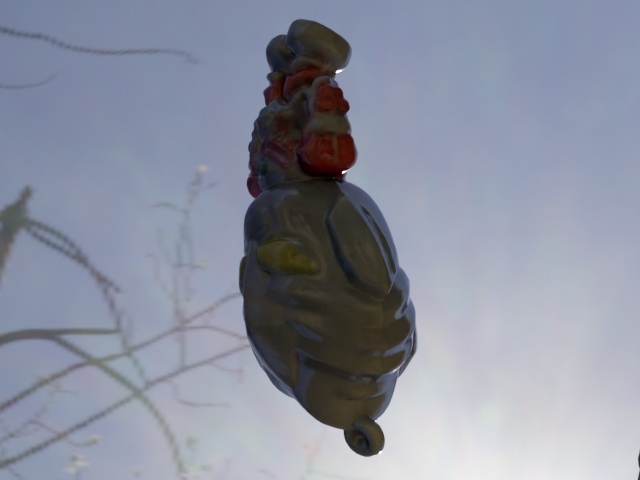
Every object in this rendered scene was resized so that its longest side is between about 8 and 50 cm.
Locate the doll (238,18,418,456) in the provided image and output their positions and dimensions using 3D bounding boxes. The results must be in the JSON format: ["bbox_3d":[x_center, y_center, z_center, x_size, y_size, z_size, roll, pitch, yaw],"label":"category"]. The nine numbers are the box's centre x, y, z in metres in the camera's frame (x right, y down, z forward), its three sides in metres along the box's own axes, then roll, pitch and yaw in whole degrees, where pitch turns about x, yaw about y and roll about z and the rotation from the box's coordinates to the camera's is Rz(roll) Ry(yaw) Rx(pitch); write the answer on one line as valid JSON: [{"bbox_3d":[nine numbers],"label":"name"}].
[{"bbox_3d":[0.000,0.000,0.771,0.079,0.094,0.180,-1,-104,-31],"label":"doll"}]

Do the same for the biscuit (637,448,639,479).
[{"bbox_3d":[0.307,0.142,1.334,0.254,0.029,0.172,-4,-78,-42],"label":"biscuit"}]
